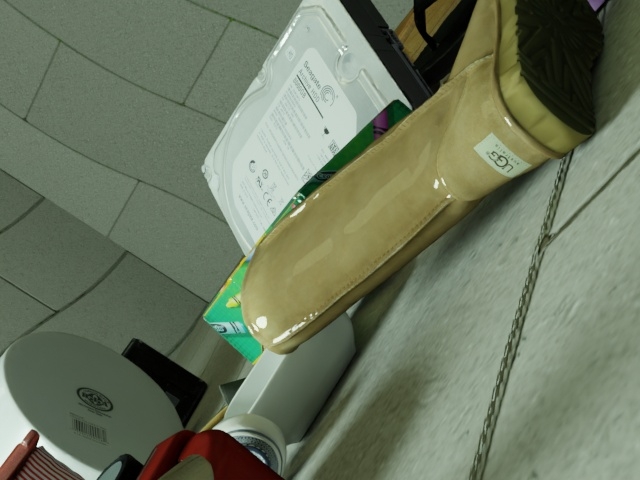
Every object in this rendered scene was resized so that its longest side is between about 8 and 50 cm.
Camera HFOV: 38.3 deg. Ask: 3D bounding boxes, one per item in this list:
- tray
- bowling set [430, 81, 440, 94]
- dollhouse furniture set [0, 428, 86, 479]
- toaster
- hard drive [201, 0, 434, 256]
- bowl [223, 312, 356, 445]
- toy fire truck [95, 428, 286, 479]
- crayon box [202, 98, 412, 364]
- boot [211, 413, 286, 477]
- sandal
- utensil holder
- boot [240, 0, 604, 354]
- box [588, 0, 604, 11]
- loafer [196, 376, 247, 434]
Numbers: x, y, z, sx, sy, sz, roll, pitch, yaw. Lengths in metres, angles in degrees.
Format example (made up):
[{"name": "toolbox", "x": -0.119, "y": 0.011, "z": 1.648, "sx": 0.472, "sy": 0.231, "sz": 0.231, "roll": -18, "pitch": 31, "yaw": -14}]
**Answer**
[{"name": "tray", "x": 0.149, "y": -0.345, "z": 1.772, "sx": 0.202, "sy": 0.076, "sz": 0.411, "roll": -58, "pitch": 5, "yaw": -16}, {"name": "bowling set", "x": 0.014, "y": -0.147, "z": 1.239, "sx": 0.287, "sy": 0.200, "sz": 0.154, "roll": -63, "pitch": 11, "yaw": -27}, {"name": "dollhouse furniture set", "x": -0.345, "y": 0.421, "z": 0.997, "sx": 0.374, "sy": 0.201, "sz": 0.152, "roll": -58, "pitch": 6, "yaw": -22}, {"name": "toaster", "x": -0.319, "y": 0.298, "z": 1.651, "sx": 0.110, "sy": 0.168, "sz": 0.185, "roll": -54, "pitch": 5, "yaw": 47}, {"name": "hard drive", "x": -0.012, "y": -0.112, "z": 1.105, "sx": 0.064, "sy": 0.236, "sz": 0.339, "roll": -5, "pitch": -34, "yaw": -42}, {"name": "bowl", "x": -0.021, "y": 0.111, "z": 0.768, "sx": 0.142, "sy": 0.053, "sz": 0.142, "roll": -58, "pitch": 6, "yaw": -8}, {"name": "toy fire truck", "x": -0.075, "y": 0.178, "z": 0.478, "sx": 0.246, "sy": 0.158, "sz": 0.217, "roll": -36, "pitch": 17, "yaw": 39}, {"name": "crayon box", "x": 0.000, "y": 0.000, "z": 0.914, "sx": 0.165, "sy": 0.081, "sz": 0.278, "roll": -46, "pitch": -2, "yaw": -37}, {"name": "boot", "x": -0.082, "y": 0.217, "z": 0.677, "sx": 0.086, "sy": 0.069, "sz": 0.190, "roll": -80, "pitch": 15, "yaw": -58}, {"name": "sandal", "x": 0.211, "y": -0.355, "z": 1.090, "sx": 0.445, "sy": 0.107, "sz": 0.167, "roll": -50, "pitch": 9, "yaw": 33}, {"name": "utensil holder", "x": -0.432, "y": 0.375, "z": 1.387, "sx": 0.385, "sy": 0.328, "sz": 0.327, "roll": -53, "pitch": 7, "yaw": 15}, {"name": "boot", "x": 0.063, "y": -0.067, "z": 0.652, "sx": 0.269, "sy": 0.089, "sz": 0.236, "roll": -39, "pitch": 16, "yaw": 37}, {"name": "box", "x": 0.151, "y": -0.303, "z": 0.672, "sx": 0.213, "sy": 0.243, "sz": 0.117, "roll": -52, "pitch": 7, "yaw": 42}, {"name": "loafer", "x": -0.072, "y": 0.156, "z": 0.886, "sx": 0.170, "sy": 0.061, "sz": 0.062, "roll": -56, "pitch": 4, "yaw": -9}]
